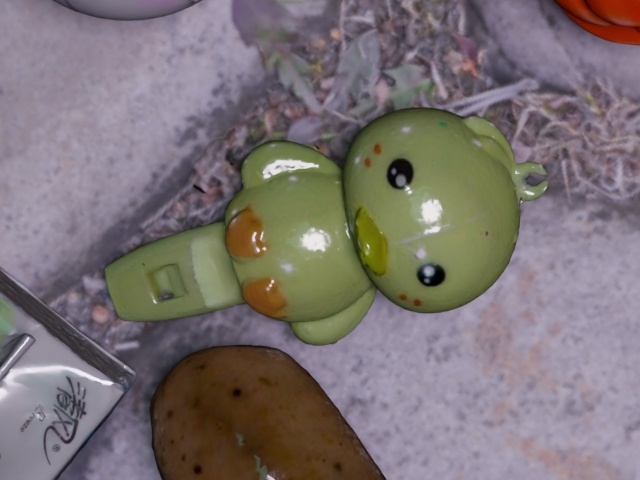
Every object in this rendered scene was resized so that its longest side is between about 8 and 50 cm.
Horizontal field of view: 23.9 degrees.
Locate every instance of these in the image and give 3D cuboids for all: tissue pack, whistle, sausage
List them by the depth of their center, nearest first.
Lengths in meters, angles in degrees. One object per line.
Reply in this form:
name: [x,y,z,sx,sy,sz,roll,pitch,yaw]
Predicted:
sausage: [0.067,0.272,0.956,0.501,0.123,0.136,48,47,3]
tissue pack: [-0.253,0.132,0.957,0.159,0.145,0.229,39,90,1]
whistle: [0.001,0.002,0.960,0.294,0.141,0.141,-19,90,2]

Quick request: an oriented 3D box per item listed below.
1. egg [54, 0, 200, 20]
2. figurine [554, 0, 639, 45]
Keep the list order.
egg: [-0.148,-0.262,0.932,0.196,0.196,0.271,-45,96,1]
figurine: [0.295,-0.291,0.925,0.306,0.241,0.412,37,80,-8]
